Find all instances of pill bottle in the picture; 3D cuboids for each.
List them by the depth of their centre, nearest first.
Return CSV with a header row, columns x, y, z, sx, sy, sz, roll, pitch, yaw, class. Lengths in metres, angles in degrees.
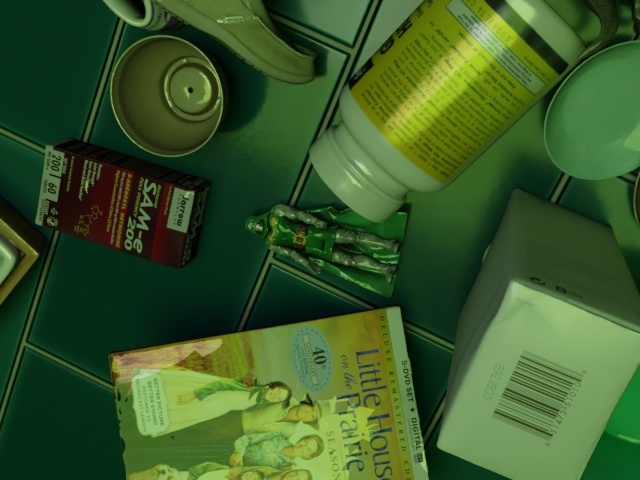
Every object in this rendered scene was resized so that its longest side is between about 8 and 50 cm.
x,y,z,sx,sy,sz,roll,pitch,yaw,class
0.146,-0.183,1.041,0.188,0.188,0.334,45,110,-2,pill bottle

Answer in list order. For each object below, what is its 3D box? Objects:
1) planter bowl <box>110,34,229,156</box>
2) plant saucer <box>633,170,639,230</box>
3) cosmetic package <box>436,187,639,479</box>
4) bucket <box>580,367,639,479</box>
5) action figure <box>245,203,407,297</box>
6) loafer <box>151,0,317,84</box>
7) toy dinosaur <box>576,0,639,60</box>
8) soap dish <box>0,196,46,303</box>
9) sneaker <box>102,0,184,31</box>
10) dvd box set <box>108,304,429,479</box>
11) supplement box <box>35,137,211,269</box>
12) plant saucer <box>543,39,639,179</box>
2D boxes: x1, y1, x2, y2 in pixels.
x,y,z,sx,sy,sz,roll,pitch,yaw,class
-0.196,-0.207,1.157,0.162,0.109,0.162,4,107,12,planter bowl
0.508,-0.060,1.074,0.198,0.036,0.199,4,107,13,plant saucer
0.259,0.099,0.995,0.156,0.385,0.217,22,112,7,cosmetic package
0.450,0.211,1.091,0.281,0.183,0.281,4,106,12,bucket
0.000,0.000,1.201,0.232,0.063,0.137,14,112,13,action figure
-0.101,-0.289,1.067,0.268,0.102,0.092,24,107,-34,loafer
0.359,-0.333,0.962,0.160,0.121,0.313,40,86,-3,toy dinosaur
-0.595,-0.008,1.305,0.291,0.118,0.229,43,111,-2,soap dish
-0.270,-0.411,1.087,0.102,0.161,0.282,-25,98,20,sneaker
-0.068,0.275,1.182,0.420,0.062,0.308,-8,87,-4,dvd box set
-0.297,-0.057,1.245,0.239,0.073,0.130,17,109,7,supplement box
0.368,-0.167,1.047,0.194,0.037,0.195,-6,127,-8,plant saucer
